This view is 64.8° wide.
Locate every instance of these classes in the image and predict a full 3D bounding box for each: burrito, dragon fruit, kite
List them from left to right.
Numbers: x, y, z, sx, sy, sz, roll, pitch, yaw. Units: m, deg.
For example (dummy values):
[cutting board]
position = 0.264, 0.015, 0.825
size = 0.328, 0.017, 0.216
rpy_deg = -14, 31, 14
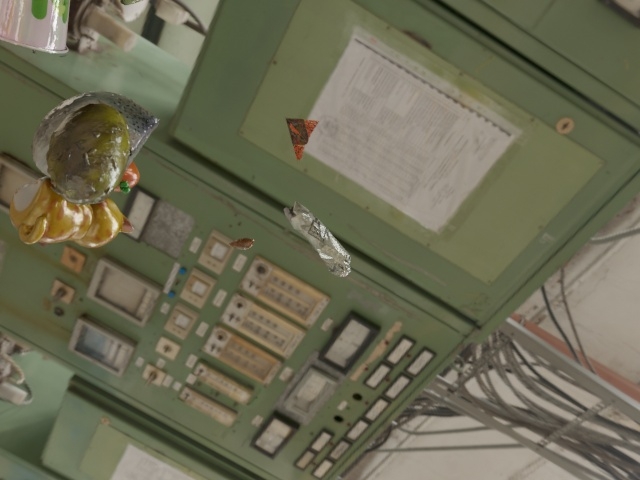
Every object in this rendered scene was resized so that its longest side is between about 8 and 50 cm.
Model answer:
[dragon fruit]
position = -0.536, -0.256, 1.199
size = 0.221, 0.204, 0.283
rpy_deg = -46, -160, 18
[kite]
position = -0.078, -0.364, 1.671
size = 0.008, 0.125, 0.222
rpy_deg = -36, 169, -35
[burrito]
position = 0.000, 0.000, 1.092
size = 0.064, 0.203, 0.064
rpy_deg = -33, -157, 16

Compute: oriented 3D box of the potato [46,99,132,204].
[potato]
position = -0.440, -0.176, 0.964
size = 0.113, 0.149, 0.252
rpy_deg = 79, 5, -60

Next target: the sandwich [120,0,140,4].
[sandwich]
position = -0.263, -0.465, 0.891
size = 0.079, 0.113, 0.163
rpy_deg = -11, -126, 65

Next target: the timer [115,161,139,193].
[timer]
position = -0.613, -0.192, 1.531
size = 0.099, 0.136, 0.136
rpy_deg = -43, -165, 50

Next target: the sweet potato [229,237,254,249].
[sweet potato]
position = -0.218, 0.009, 1.407
size = 0.095, 0.034, 0.034
rpy_deg = -5, -136, 37

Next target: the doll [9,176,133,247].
[doll]
position = -0.624, -0.064, 1.258
size = 0.269, 0.166, 0.162
rpy_deg = 3, 79, -60

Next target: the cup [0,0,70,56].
[cup]
position = -0.747, -0.646, 1.274
size = 0.253, 0.253, 0.274
rpy_deg = -71, -175, -70
